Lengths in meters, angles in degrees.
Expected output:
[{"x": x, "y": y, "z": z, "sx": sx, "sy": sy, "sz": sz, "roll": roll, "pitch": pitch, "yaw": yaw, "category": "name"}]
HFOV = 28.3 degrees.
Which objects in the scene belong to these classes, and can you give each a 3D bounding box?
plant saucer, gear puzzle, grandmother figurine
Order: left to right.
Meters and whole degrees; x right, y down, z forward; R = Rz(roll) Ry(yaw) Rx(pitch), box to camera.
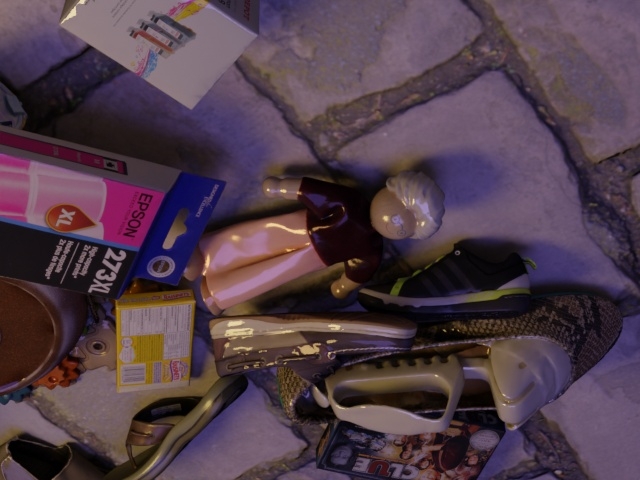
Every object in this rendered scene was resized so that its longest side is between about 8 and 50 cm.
[{"x": -0.450, "y": 0.109, "z": 1.604, "sx": 0.310, "sy": 0.050, "sz": 0.311, "roll": -8, "pitch": 134, "yaw": -8, "category": "plant saucer"}, {"x": -0.355, "y": 0.142, "z": 1.757, "sx": 0.339, "sy": 0.044, "sz": 0.175, "roll": -20, "pitch": 127, "yaw": 15, "category": "gear puzzle"}, {"x": 0.000, "y": 0.000, "z": 1.613, "sx": 0.342, "sy": 0.104, "sz": 0.208, "roll": -20, "pitch": 136, "yaw": 18, "category": "grandmother figurine"}]

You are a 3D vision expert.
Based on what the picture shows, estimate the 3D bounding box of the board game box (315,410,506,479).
[{"x": 0.132, "y": 0.300, "z": 1.896, "sx": 0.243, "sy": 0.042, "sz": 0.165, "roll": 13, "pitch": 128, "yaw": -11, "category": "board game box"}]

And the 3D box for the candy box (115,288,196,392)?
[{"x": -0.228, "y": 0.140, "z": 1.735, "sx": 0.105, "sy": 0.027, "sz": 0.206, "roll": -6, "pitch": 142, "yaw": -14, "category": "candy box"}]

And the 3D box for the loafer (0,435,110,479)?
[{"x": -0.383, "y": 0.365, "z": 1.910, "sx": 0.251, "sy": 0.094, "sz": 0.087, "roll": 20, "pitch": 131, "yaw": -16, "category": "loafer"}]

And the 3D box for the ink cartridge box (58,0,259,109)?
[{"x": -0.169, "y": -0.258, "z": 1.374, "sx": 0.176, "sy": 0.128, "sz": 0.127, "roll": 32, "pitch": 122, "yaw": -26, "category": "ink cartridge box"}]

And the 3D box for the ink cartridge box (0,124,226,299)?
[{"x": -0.306, "y": -0.030, "z": 1.478, "sx": 0.371, "sy": 0.069, "sz": 0.176, "roll": 12, "pitch": 125, "yaw": -26, "category": "ink cartridge box"}]

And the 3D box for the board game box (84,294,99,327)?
[{"x": -0.376, "y": 0.039, "z": 1.659, "sx": 0.126, "sy": 0.026, "sz": 0.186, "roll": -9, "pitch": 117, "yaw": 7, "category": "board game box"}]

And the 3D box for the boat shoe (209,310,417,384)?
[{"x": -0.011, "y": 0.140, "z": 1.647, "sx": 0.285, "sy": 0.103, "sz": 0.092, "roll": -1, "pitch": 91, "yaw": 19, "category": "boat shoe"}]

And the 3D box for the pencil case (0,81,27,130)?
[{"x": -0.465, "y": -0.084, "z": 1.527, "sx": 0.113, "sy": 0.124, "sz": 0.273, "roll": 51, "pitch": 120, "yaw": 12, "category": "pencil case"}]

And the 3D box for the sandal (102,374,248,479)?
[{"x": -0.219, "y": 0.265, "z": 1.836, "sx": 0.086, "sy": 0.120, "sz": 0.303, "roll": 46, "pitch": 118, "yaw": 0, "category": "sandal"}]

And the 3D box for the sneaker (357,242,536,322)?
[{"x": 0.166, "y": 0.054, "z": 1.674, "sx": 0.234, "sy": 0.097, "sz": 0.084, "roll": -1, "pitch": 166, "yaw": 3, "category": "sneaker"}]

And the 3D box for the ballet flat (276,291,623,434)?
[{"x": 0.178, "y": 0.188, "z": 1.712, "sx": 0.482, "sy": 0.182, "sz": 0.164, "roll": -7, "pitch": 122, "yaw": 5, "category": "ballet flat"}]
